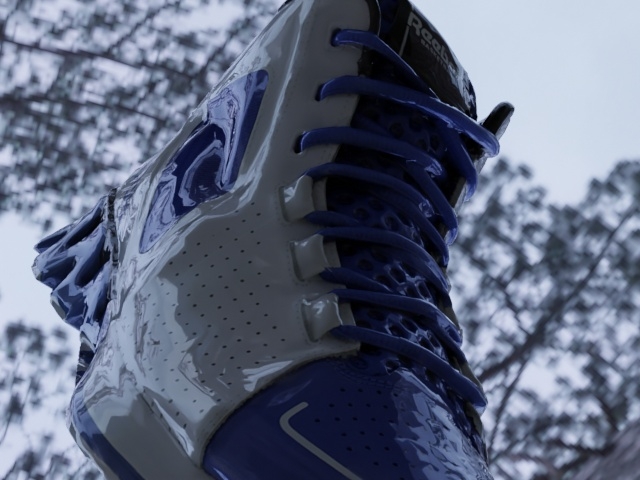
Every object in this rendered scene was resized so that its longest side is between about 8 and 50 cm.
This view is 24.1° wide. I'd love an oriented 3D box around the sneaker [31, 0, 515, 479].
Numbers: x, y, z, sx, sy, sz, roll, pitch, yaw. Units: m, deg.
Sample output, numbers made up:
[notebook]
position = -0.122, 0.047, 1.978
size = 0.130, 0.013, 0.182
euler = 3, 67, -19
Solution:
[sneaker]
position = 0.000, 0.000, 0.541
size = 0.127, 0.182, 0.315
euler = 34, -174, -29
